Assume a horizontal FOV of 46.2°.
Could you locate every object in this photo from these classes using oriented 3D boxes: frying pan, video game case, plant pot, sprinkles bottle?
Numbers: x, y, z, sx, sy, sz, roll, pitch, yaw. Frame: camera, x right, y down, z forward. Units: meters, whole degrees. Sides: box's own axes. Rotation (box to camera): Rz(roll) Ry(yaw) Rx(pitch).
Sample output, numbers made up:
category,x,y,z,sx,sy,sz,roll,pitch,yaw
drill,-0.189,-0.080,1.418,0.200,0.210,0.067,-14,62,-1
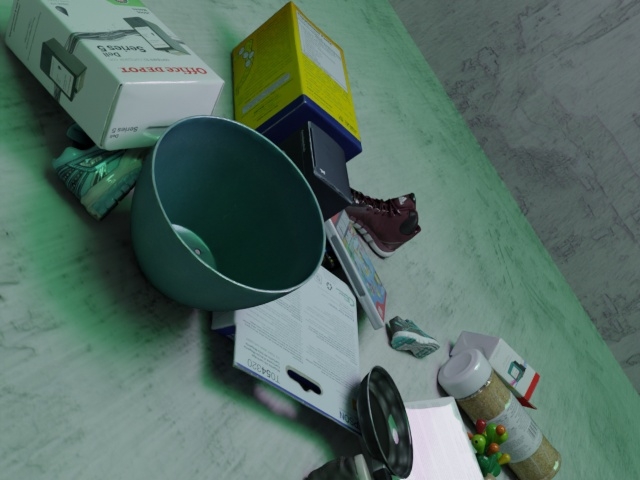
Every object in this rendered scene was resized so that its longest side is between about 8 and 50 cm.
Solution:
category,x,y,z,sx,sy,sz,roll,pitch,yaw
frying pan,0.118,0.370,1.269,0.197,0.053,0.326,46,31,-49
video game case,0.065,0.026,1.553,0.285,0.025,0.204,63,12,-10
plant pot,-0.165,-0.010,1.113,0.290,0.195,0.290,26,45,-29
sprinkles bottle,0.424,0.419,1.764,0.355,0.121,0.121,51,27,-14

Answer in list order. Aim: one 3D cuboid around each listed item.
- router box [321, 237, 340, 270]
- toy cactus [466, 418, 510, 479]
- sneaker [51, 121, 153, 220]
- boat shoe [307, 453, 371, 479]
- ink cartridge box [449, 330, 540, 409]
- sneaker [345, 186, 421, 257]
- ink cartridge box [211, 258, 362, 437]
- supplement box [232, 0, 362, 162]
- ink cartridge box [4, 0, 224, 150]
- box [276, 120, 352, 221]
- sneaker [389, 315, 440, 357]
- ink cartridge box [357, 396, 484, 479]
category,x,y,z,sx,sy,sz,roll,pitch,yaw
router box,0.000,0.000,1.545,0.133,0.046,0.179,60,15,6
toy cactus,0.347,0.477,1.601,0.219,0.112,0.180,64,34,-61
sneaker,-0.313,-0.158,1.150,0.122,0.110,0.283,43,29,-20
boat shoe,0.062,0.495,1.122,0.112,0.095,0.335,63,11,-65
ink cartridge box,0.449,0.326,1.877,0.231,0.134,0.078,42,69,-28
sneaker,0.135,-0.091,1.778,0.281,0.162,0.106,42,30,-30
ink cartridge box,-0.052,0.152,1.303,0.324,0.071,0.330,38,35,-35
supplement box,-0.059,-0.315,1.654,0.194,0.195,0.357,35,35,-39
ink cartridge box,-0.309,-0.266,1.127,0.273,0.115,0.198,44,34,23
box,-0.056,-0.094,1.404,0.108,0.207,0.153,37,33,-36
sneaker,0.212,0.213,1.697,0.166,0.065,0.076,29,34,-46
ink cartridge box,0.173,0.391,1.395,0.224,0.056,0.181,-3,55,-20
